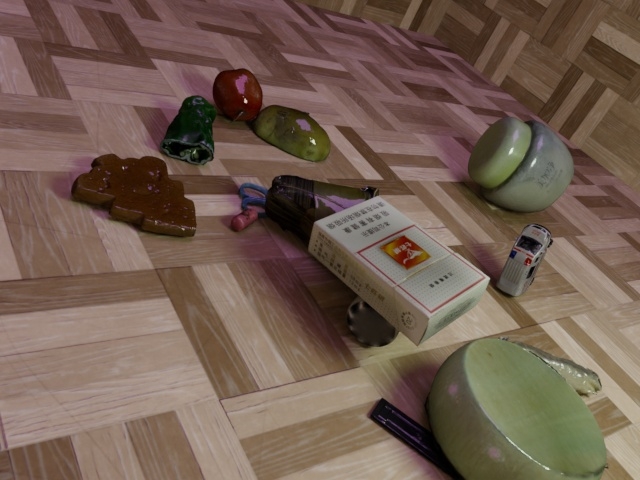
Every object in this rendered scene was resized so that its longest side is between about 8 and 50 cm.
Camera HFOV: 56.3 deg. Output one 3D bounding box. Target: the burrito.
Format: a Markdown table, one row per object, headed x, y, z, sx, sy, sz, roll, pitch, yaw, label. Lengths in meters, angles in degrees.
| x | y | z | sx | sy | sz | roll | pitch | yaw | label |
| --- | --- | --- | --- | --- | --- | --- | --- | --- | --- |
| 0.560 | 0.306 | 1.475 | 0.275 | 0.059 | 0.082 | 22 | 26 | -8 | burrito |

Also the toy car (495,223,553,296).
| x | y | z | sx | sy | sz | roll | pitch | yaw | label |
| --- | --- | --- | --- | --- | --- | --- | --- | --- | --- |
| 0.574 | 0.055 | 1.696 | 0.089 | 0.209 | 0.108 | 33 | 30 | 30 | toy car |

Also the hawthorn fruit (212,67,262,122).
| x | y | z | sx | sy | sz | roll | pitch | yaw | label |
| --- | --- | --- | --- | --- | --- | --- | --- | --- | --- |
| -0.250 | -0.433 | 1.865 | 0.163 | 0.162 | 0.203 | 1 | 57 | -34 | hawthorn fruit |

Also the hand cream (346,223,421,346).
| x | y | z | sx | sy | sz | roll | pitch | yaw | label |
| --- | --- | --- | --- | --- | --- | --- | --- | --- | --- |
| 0.179 | 0.109 | 1.400 | 0.118 | 0.185 | 0.359 | 4 | 26 | 27 | hand cream |

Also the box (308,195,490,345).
| x | y | z | sx | sy | sz | roll | pitch | yaw | label |
| --- | --- | --- | --- | --- | --- | --- | --- | --- | --- |
| 0.161 | 0.051 | 1.274 | 0.210 | 0.095 | 0.330 | -24 | 53 | -37 | box |

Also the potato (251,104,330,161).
| x | y | z | sx | sy | sz | roll | pitch | yaw | label |
| --- | --- | --- | --- | --- | --- | --- | --- | --- | --- |
| -0.084 | -0.358 | 1.901 | 0.272 | 0.111 | 0.160 | 29 | 31 | 2 | potato |

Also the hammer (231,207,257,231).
| x | y | z | sx | sy | sz | roll | pitch | yaw | label |
| --- | --- | --- | --- | --- | --- | --- | --- | --- | --- |
| -0.186 | -0.051 | 1.459 | 0.043 | 0.043 | 0.083 | 32 | 34 | 8 | hammer |

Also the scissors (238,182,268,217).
| x | y | z | sx | sy | sz | roll | pitch | yaw | label |
| --- | --- | --- | --- | --- | --- | --- | --- | --- | --- |
| -0.091 | -0.092 | 1.594 | 0.256 | 0.030 | 0.125 | 9 | 39 | -23 | scissors |

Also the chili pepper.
| x | y | z | sx | sy | sz | roll | pitch | yaw | label |
| --- | --- | --- | --- | --- | --- | --- | --- | --- | --- |
| -0.353 | -0.318 | 1.668 | 0.136 | 0.099 | 0.270 | -2 | 42 | 0 | chili pepper |

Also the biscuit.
| x | y | z | sx | sy | sz | roll | pitch | yaw | label |
| --- | --- | --- | --- | --- | --- | --- | --- | --- | --- |
| -0.403 | -0.096 | 1.364 | 0.301 | 0.043 | 0.278 | 39 | 32 | 16 | biscuit |

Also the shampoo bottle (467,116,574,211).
| x | y | z | sx | sy | sz | roll | pitch | yaw | label |
| --- | --- | --- | --- | --- | --- | --- | --- | --- | --- |
| 0.719 | -0.266 | 2.148 | 0.317 | 0.322 | 0.322 | 28 | 31 | -15 | shampoo bottle |

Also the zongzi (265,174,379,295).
| x | y | z | sx | sy | sz | roll | pitch | yaw | label |
| --- | --- | --- | --- | --- | --- | --- | --- | --- | --- |
| 0.000 | 0.000 | 1.454 | 0.290 | 0.154 | 0.317 | 8 | 56 | -7 | zongzi |

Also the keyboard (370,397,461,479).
| x | y | z | sx | sy | sz | roll | pitch | yaw | label |
| --- | --- | --- | --- | --- | --- | --- | --- | --- | --- |
| 0.191 | 0.380 | 1.146 | 0.204 | 0.013 | 0.061 | 34 | 33 | 12 | keyboard |

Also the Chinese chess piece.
| x | y | z | sx | sy | sz | roll | pitch | yaw | label |
| --- | --- | --- | --- | --- | --- | --- | --- | --- | --- |
| 0.379 | 0.357 | 1.175 | 0.349 | 0.146 | 0.349 | 22 | 32 | -15 | Chinese chess piece |
